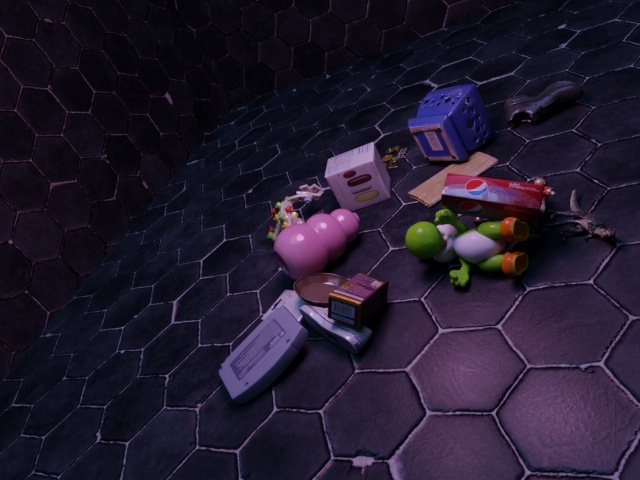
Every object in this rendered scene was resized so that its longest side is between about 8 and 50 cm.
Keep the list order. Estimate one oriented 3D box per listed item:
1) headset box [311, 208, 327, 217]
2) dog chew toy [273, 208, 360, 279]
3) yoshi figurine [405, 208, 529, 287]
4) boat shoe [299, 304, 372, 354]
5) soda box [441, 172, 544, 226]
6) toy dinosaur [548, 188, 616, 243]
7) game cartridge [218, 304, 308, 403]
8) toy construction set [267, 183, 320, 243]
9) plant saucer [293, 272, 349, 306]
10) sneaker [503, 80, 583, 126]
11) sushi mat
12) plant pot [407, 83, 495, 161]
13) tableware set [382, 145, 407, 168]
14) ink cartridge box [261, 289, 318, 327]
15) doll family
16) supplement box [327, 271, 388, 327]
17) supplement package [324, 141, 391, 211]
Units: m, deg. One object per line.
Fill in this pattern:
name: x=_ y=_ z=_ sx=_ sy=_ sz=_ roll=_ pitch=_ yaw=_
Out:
headset box: x=-0.001 y=-0.087 z=2.077 sx=0.062 sy=0.032 sz=0.083 roll=-27 pitch=32 yaw=7
dog chew toy: x=0.000 y=0.000 z=1.811 sx=0.332 sy=0.206 sz=0.207 roll=-31 pitch=30 yaw=-18
yoshi figurine: x=0.393 y=0.013 z=1.464 sx=0.362 sy=0.203 sz=0.203 roll=3 pitch=51 yaw=47
boat shoe: x=0.043 y=0.244 z=1.515 sx=0.088 sy=0.096 sz=0.267 roll=-40 pitch=34 yaw=-23
soda box: x=0.479 y=-0.117 z=1.425 sx=0.263 sy=0.092 sz=0.083 roll=11 pitch=61 yaw=21
toy dinosaur: x=0.716 y=-0.057 z=1.418 sx=0.118 sy=0.064 sz=0.268 roll=-17 pitch=31 yaw=10
game cartridge: x=-0.174 y=0.348 z=1.547 sx=0.294 sy=0.060 sz=0.196 roll=-46 pitch=30 yaw=-5
toy construction set: x=-0.118 y=-0.102 z=2.049 sx=0.215 sy=0.151 sz=0.327 roll=-50 pitch=12 yaw=46
plant saucer: x=0.011 y=0.165 z=1.645 sx=0.199 sy=0.036 sz=0.198 roll=2 pitch=24 yaw=-1
sneaker: x=0.844 y=-0.504 z=1.923 sx=0.286 sy=0.109 sz=0.130 roll=-16 pitch=43 yaw=35
sushi mat: x=0.492 y=-0.234 z=1.888 sx=0.317 sy=0.019 sz=0.151 roll=-33 pitch=30 yaw=-5
plant pot: x=0.494 y=-0.438 z=1.964 sx=0.212 sy=0.236 sz=0.236 roll=-47 pitch=30 yaw=-20
tableware set: x=0.311 y=-0.366 z=2.221 sx=0.104 sy=0.024 sz=0.154 roll=-4 pitch=41 yaw=37
ink cartridge box: x=-0.096 y=0.238 z=1.697 sx=0.179 sy=0.045 sz=0.145 roll=2 pitch=44 yaw=50
doll family: x=0.597 y=-0.110 z=1.554 sx=0.263 sy=0.118 sz=0.163 roll=-5 pitch=57 yaw=42
supplement box: x=0.112 y=0.170 z=1.484 sx=0.104 sy=0.080 sz=0.188 roll=15 pitch=24 yaw=29
supplement package: x=0.153 y=-0.247 z=2.021 sx=0.203 sy=0.194 sz=0.149 roll=-18 pitch=34 yaw=20
